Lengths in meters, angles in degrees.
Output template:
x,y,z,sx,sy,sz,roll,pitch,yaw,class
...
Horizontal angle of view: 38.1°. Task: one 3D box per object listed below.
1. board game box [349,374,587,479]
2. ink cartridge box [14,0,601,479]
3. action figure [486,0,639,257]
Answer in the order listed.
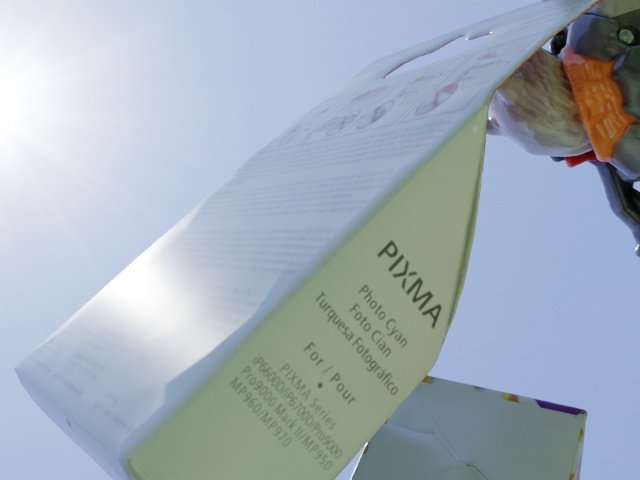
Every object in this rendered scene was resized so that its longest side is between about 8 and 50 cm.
x,y,z,sx,sy,sz,roll,pitch,yaw,class
0.112,0.254,0.710,0.142,0.144,0.275,-59,-29,-44,board game box
0.000,0.000,0.594,0.385,0.308,0.091,-43,-72,-20,ink cartridge box
0.251,-0.173,0.631,0.330,0.178,0.341,-28,-89,-1,action figure
